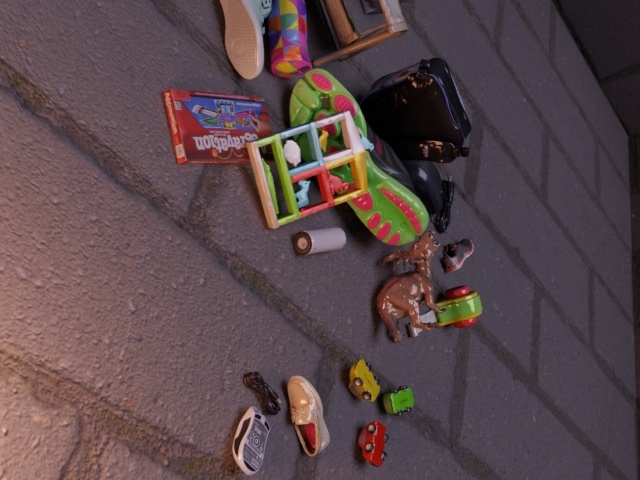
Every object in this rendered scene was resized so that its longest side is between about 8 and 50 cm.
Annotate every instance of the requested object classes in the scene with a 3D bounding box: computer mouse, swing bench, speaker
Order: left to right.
[{"bbox_3d":[-0.130,0.353,1.464,0.106,0.042,0.193,55,34,-32],"label":"computer mouse"},{"bbox_3d":[0.000,0.000,1.750,0.136,0.055,0.055,-9,85,-54],"label":"speaker"},{"bbox_3d":[0.075,-0.595,1.896,0.165,0.254,0.253,-31,102,-53],"label":"swing bench"},{"bbox_3d":[0.319,-0.163,2.219,0.272,0.072,0.189,39,50,-39],"label":"computer mouse"}]

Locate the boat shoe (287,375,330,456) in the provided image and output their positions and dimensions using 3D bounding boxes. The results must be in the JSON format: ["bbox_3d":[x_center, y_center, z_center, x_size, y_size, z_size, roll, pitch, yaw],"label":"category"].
[{"bbox_3d":[-0.029,0.360,1.574,0.059,0.063,0.170,-36,108,-58],"label":"boat shoe"}]

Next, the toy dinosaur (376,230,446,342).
[{"bbox_3d":[0.206,0.125,1.933,0.296,0.127,0.200,-46,107,-37],"label":"toy dinosaur"}]

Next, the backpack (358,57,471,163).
[{"bbox_3d":[0.238,-0.337,2.016,0.277,0.263,0.213,64,32,-21],"label":"backpack"}]

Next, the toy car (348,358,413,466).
[{"bbox_3d":[0.143,0.388,1.802,0.225,0.053,0.239,-1,79,-54],"label":"toy car"}]

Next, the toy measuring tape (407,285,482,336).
[{"bbox_3d":[0.359,0.195,2.107,0.330,0.121,0.122,-17,91,-54],"label":"toy measuring tape"}]

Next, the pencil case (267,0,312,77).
[{"bbox_3d":[-0.073,-0.499,1.801,0.104,0.104,0.237,16,66,-49],"label":"pencil case"}]

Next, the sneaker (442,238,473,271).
[{"bbox_3d":[0.402,0.028,2.274,0.065,0.061,0.158,56,39,-14],"label":"sneaker"}]

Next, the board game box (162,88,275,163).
[{"bbox_3d":[-0.199,-0.231,1.594,0.281,0.027,0.145,-9,86,-54],"label":"board game box"}]

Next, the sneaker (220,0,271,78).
[{"bbox_3d":[-0.141,-0.480,1.705,0.151,0.094,0.256,-10,87,-57],"label":"sneaker"}]

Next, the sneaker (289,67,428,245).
[{"bbox_3d":[0.082,-0.197,1.872,0.483,0.185,0.202,55,12,-20],"label":"sneaker"}]

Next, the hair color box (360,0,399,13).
[{"bbox_3d":[0.161,-0.834,2.165,0.105,0.173,0.348,-28,100,-53],"label":"hair color box"}]

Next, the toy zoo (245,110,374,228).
[{"bbox_3d":[-0.005,-0.164,1.682,0.293,0.030,0.193,-21,108,-25],"label":"toy zoo"}]
